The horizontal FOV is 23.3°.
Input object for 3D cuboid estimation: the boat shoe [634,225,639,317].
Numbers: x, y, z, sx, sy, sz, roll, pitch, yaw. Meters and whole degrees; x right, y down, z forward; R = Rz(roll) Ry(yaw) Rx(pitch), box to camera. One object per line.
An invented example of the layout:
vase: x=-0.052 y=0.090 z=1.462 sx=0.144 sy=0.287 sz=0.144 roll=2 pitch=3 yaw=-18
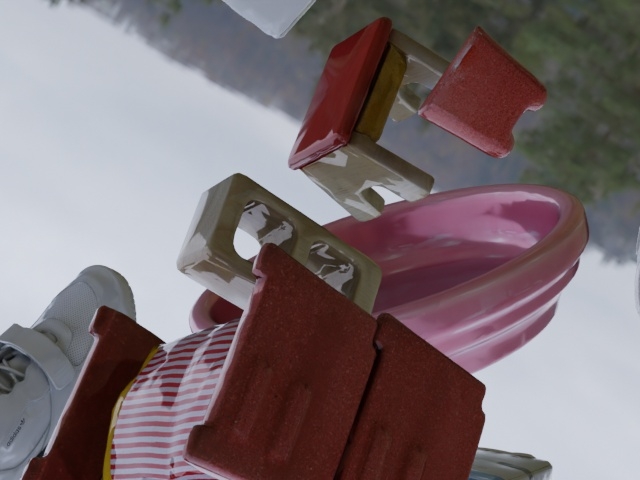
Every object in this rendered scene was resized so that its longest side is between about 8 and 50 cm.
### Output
boat shoe: x=0.339 y=0.003 z=1.528 sx=0.066 sy=0.184 sz=0.063 roll=9 pitch=162 yaw=-5

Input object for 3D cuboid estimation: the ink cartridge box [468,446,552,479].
ink cartridge box: x=0.067 y=0.295 z=1.617 sx=0.286 sy=0.166 sz=0.395 roll=7 pitch=177 yaw=18

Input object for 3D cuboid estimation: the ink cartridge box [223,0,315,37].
ink cartridge box: x=-0.080 y=-0.355 z=1.592 sx=0.197 sy=0.114 sz=0.273 roll=35 pitch=-152 yaw=-21

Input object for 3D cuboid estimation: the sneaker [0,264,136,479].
sneaker: x=-0.359 y=0.164 z=1.779 sx=0.137 sy=0.365 sz=0.210 roll=21 pitch=165 yaw=35

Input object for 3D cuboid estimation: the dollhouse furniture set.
dollhouse furniture set: x=0.000 y=0.000 z=0.883 sx=0.152 sy=0.374 sz=0.201 roll=33 pitch=150 yaw=-23

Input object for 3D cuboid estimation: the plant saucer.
plant saucer: x=0.060 y=0.047 z=1.266 sx=0.332 sy=0.332 sz=0.084 roll=-97 pitch=-9 yaw=-76
